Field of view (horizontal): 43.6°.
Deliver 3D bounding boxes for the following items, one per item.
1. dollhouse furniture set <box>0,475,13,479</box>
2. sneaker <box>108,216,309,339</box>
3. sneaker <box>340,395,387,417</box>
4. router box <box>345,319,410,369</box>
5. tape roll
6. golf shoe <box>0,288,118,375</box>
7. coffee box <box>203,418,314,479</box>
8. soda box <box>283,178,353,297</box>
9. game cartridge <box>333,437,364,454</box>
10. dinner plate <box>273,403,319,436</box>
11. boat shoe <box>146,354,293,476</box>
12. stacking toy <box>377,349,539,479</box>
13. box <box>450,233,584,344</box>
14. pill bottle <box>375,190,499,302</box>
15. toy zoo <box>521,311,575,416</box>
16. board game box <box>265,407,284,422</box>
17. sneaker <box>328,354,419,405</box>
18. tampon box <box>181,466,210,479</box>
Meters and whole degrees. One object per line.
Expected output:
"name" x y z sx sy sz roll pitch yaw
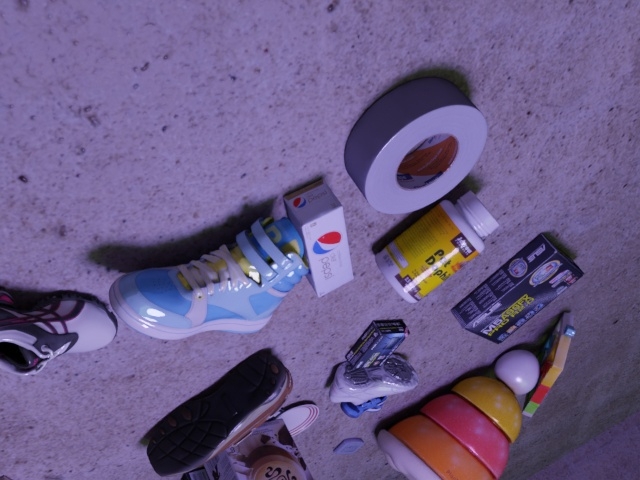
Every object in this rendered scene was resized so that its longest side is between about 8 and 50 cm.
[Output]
"dollhouse furniture set" -0.676 0.583 1.399 0.355 0.174 0.303 -29 146 -7
"sneaker" -0.146 0.039 1.188 0.208 0.127 0.319 -47 154 24
"sneaker" 0.104 0.379 1.897 0.144 0.053 0.059 -4 139 -49
"router box" 0.122 0.224 1.722 0.092 0.038 0.122 3 133 -41
"tape roll" 0.148 -0.143 1.240 0.219 0.072 0.219 -22 146 -16
"golf shoe" -0.394 0.140 1.113 0.272 0.120 0.105 14 123 -50
"coffee box" -0.102 0.534 1.649 0.168 0.297 0.119 -4 138 -37
"soda box" 0.000 0.000 1.304 0.073 0.069 0.216 -27 147 -10
"game cartridge" 0.077 0.544 2.119 0.056 0.017 0.083 -45 145 24
"dinner plate" -0.069 0.412 1.826 0.141 0.017 0.141 -23 145 -17
"boat shoe" -0.183 0.355 1.565 0.324 0.123 0.120 -35 150 5
"stacking toy" 0.420 0.488 2.128 0.480 0.350 0.351 -45 148 -10
"box" 0.457 0.119 1.846 0.270 0.060 0.216 -43 146 15
"pill bottle" 0.213 0.008 1.447 0.215 0.117 0.117 -40 146 10
"toy zoo" 0.623 0.326 2.170 0.293 0.030 0.192 101 13 -48
"board game box" -0.182 0.394 1.700 0.186 0.026 0.126 -38 146 8
"sneaker" 0.114 0.322 1.814 0.232 0.090 0.115 4 139 -30
"tampon box" -0.258 0.599 1.831 0.120 0.101 0.161 -6 139 -34
